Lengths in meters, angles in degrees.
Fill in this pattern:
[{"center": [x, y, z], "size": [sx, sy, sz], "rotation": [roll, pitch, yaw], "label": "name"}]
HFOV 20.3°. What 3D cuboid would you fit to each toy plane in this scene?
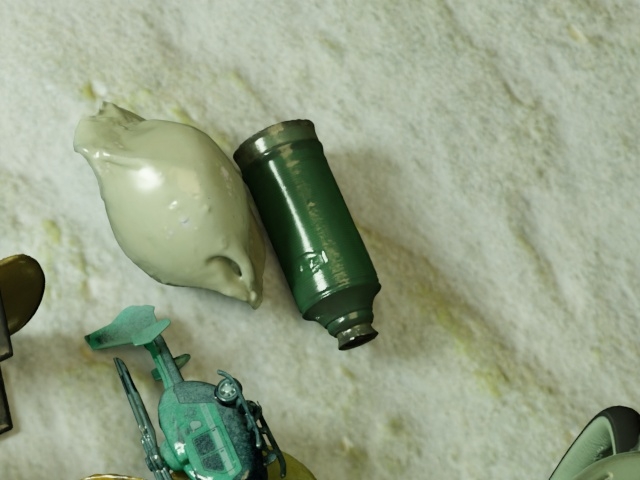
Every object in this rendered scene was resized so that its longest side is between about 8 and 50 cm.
[{"center": [-0.097, 0.133, 1.345], "size": [0.096, 0.060, 0.235], "rotation": [-31, 55, 1], "label": "toy plane"}]

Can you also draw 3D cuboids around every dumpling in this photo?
[{"center": [-0.108, -0.035, 1.429], "size": [0.111, 0.181, 0.155], "rotation": [-12, 29, 18], "label": "dumpling"}]

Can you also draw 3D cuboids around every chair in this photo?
[{"center": [-0.283, 0.060, 1.303], "size": [0.172, 0.159, 0.247], "rotation": [-26, 72, -20], "label": "chair"}]

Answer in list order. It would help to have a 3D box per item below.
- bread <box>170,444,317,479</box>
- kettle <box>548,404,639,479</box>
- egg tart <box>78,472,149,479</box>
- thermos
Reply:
[{"center": [-0.032, 0.222, 1.341], "size": [0.188, 0.065, 0.149], "rotation": [24, 57, 1], "label": "bread"}, {"center": [0.201, 0.239, 1.278], "size": [0.165, 0.255, 0.240], "rotation": [11, 65, -6], "label": "kettle"}, {"center": [-0.161, 0.254, 1.254], "size": [0.191, 0.074, 0.191], "rotation": [-7, 68, 18], "label": "egg tart"}, {"center": [-0.004, 0.001, 1.453], "size": [0.073, 0.083, 0.187], "rotation": [-23, 72, 1], "label": "thermos"}]
